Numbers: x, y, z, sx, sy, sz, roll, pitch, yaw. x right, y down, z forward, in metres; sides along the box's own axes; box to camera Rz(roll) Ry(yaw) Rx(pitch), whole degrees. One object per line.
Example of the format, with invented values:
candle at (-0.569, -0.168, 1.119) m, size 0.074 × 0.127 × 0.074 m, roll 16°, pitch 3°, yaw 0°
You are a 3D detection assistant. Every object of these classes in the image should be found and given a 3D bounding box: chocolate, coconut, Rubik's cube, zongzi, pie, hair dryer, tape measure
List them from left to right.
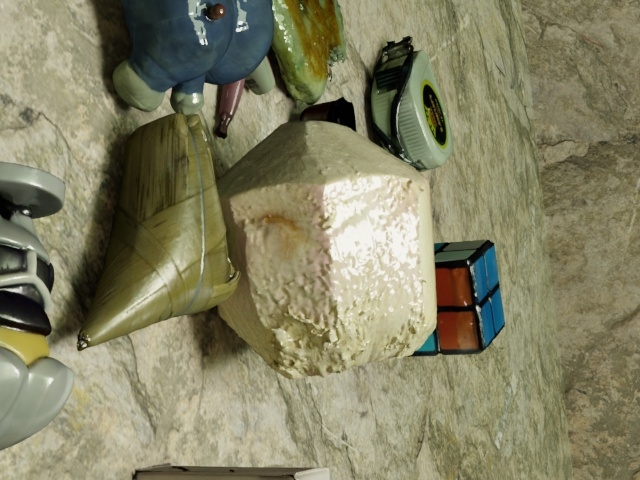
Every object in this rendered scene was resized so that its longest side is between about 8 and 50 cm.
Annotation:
zongzi at (-0.202, -0.014, 1.209) m, size 0.256 × 0.115 × 0.228 m, roll -19°, pitch 100°, yaw -55°
hair dryer at (-0.115, -0.204, 1.517) m, size 0.154 × 0.054 × 0.106 m, roll -68°, pitch 151°, yaw -29°
pie at (-0.034, -0.360, 1.692) m, size 0.302 × 0.066 × 0.303 m, roll -6°, pitch 90°, yaw -67°
coconut at (0.000, 0.000, 1.419) m, size 0.297 × 0.297 × 0.310 m, roll -31°, pitch 113°, yaw -64°
chocolate at (0.008, -0.168, 1.730) m, size 0.149 × 0.080 × 0.125 m, roll 67°, pitch 23°, yaw -53°
tape measure at (0.153, -0.242, 2.054) m, size 0.235 × 0.115 × 0.207 m, roll 69°, pitch 26°, yaw -14°
Rubik's cube at (0.230, 0.105, 2.068) m, size 0.167 × 0.180 × 0.184 m, roll -29°, pitch 110°, yaw -64°

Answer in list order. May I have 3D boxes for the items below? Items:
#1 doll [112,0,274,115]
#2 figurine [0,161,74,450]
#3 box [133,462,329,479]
doll at (-0.152, -0.271, 1.328) m, size 0.258 × 0.154 × 0.228 m, roll -46°, pitch 124°, yaw -68°
figurine at (-0.290, 0.057, 0.942) m, size 0.176 × 0.133 × 0.237 m, roll 22°, pitch 63°, yaw -54°
box at (-0.096, 0.375, 1.231) m, size 0.106 × 0.203 × 0.252 m, roll 17°, pitch 70°, yaw -66°
